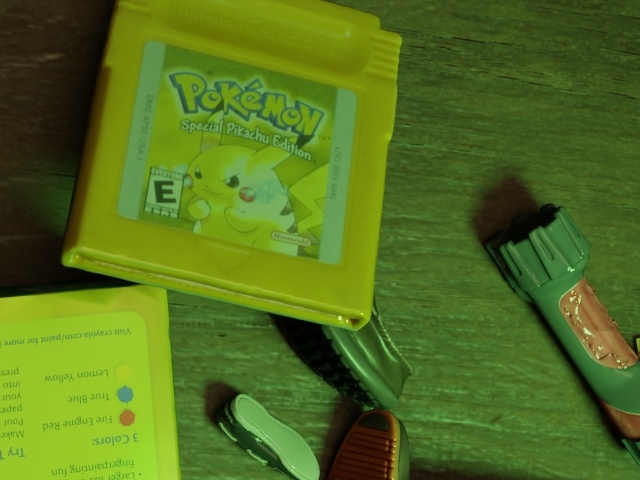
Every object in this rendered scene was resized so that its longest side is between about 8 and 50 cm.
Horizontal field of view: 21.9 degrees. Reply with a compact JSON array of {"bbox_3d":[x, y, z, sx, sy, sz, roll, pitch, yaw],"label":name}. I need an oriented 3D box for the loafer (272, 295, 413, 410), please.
[{"bbox_3d":[0.000,0.000,1.629,0.130,0.134,0.366,-33,101,-18],"label":"loafer"}]

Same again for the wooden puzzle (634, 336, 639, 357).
[{"bbox_3d":[0.402,0.140,1.842,0.116,0.014,0.078,0,91,-20],"label":"wooden puzzle"}]

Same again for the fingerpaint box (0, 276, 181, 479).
[{"bbox_3d":[-0.357,0.234,1.492,0.445,0.163,0.371,-6,92,-19],"label":"fingerpaint box"}]

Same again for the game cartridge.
[{"bbox_3d":[-0.073,-0.097,1.535,0.285,0.053,0.324,13,66,-13],"label":"game cartridge"}]

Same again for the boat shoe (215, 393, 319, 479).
[{"bbox_3d":[-0.053,0.205,1.667,0.125,0.038,0.046,42,36,-21],"label":"boat shoe"}]

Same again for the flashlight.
[{"bbox_3d":[0.305,0.100,1.759,0.103,0.103,0.304,-37,103,-14],"label":"flashlight"}]

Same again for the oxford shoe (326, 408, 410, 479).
[{"bbox_3d":[0.064,0.306,1.696,0.098,0.097,0.271,4,93,-41],"label":"oxford shoe"}]
